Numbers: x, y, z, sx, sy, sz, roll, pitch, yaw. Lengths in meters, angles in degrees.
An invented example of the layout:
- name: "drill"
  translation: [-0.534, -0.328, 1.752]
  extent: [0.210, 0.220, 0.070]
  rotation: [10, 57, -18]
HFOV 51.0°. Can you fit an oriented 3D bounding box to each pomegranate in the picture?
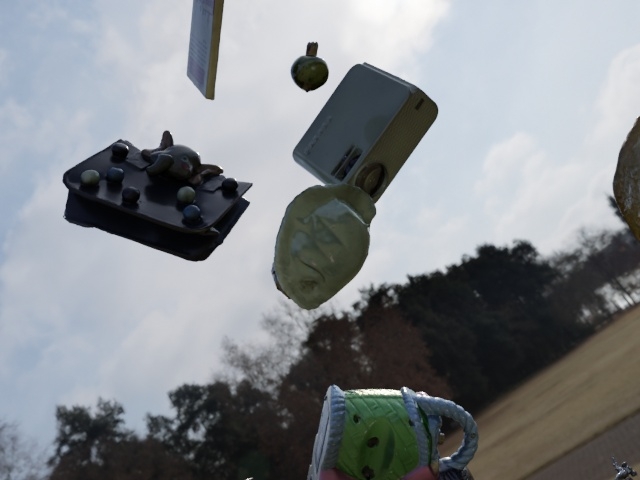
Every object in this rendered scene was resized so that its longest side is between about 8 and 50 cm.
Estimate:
- name: "pomegranate"
  translation: [-0.023, -0.318, 1.235]
  extent: [0.073, 0.085, 0.073]
  rotation: [-24, 8, 4]

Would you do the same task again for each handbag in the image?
- name: "handbag"
  translation: [-0.318, -0.106, 1.351]
  extent: [0.269, 0.325, 0.119]
  rotation: [-60, -14, -52]

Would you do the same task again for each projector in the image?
- name: "projector"
  translation: [0.086, -0.206, 1.325]
  extent: [0.108, 0.198, 0.251]
  rotation: [31, -84, -42]

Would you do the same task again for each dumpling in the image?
- name: "dumpling"
  translation: [0.004, 0.005, 1.109]
  extent: [0.219, 0.152, 0.108]
  rotation: [-59, -5, -9]

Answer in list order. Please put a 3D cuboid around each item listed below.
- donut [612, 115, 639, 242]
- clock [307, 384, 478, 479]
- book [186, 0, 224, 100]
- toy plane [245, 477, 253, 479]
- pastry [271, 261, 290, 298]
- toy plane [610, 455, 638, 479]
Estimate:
- name: "donut"
  translation: [0.540, -0.071, 0.863]
  extent: [0.302, 0.303, 0.110]
  rotation: [-38, 19, 12]
- name: "clock"
  translation: [0.088, 0.262, 0.764]
  extent: [0.100, 0.195, 0.194]
  rotation: [-95, 17, -73]
- name: "book"
  translation: [-0.205, -0.385, 1.193]
  extent: [0.022, 0.162, 0.232]
  rotation: [-2, -62, -23]
- name: "toy plane"
  translation: [-0.090, 0.507, 1.201]
  extent: [0.155, 0.107, 0.381]
  rotation: [1, -5, 9]
- name: "pastry"
  translation: [-0.038, 0.070, 1.503]
  extent: [0.153, 0.153, 0.081]
  rotation: [-28, -35, -22]
- name: "toy plane"
  translation: [0.626, 0.479, 1.381]
  extent: [0.083, 0.078, 0.031]
  rotation: [5, -57, -50]
